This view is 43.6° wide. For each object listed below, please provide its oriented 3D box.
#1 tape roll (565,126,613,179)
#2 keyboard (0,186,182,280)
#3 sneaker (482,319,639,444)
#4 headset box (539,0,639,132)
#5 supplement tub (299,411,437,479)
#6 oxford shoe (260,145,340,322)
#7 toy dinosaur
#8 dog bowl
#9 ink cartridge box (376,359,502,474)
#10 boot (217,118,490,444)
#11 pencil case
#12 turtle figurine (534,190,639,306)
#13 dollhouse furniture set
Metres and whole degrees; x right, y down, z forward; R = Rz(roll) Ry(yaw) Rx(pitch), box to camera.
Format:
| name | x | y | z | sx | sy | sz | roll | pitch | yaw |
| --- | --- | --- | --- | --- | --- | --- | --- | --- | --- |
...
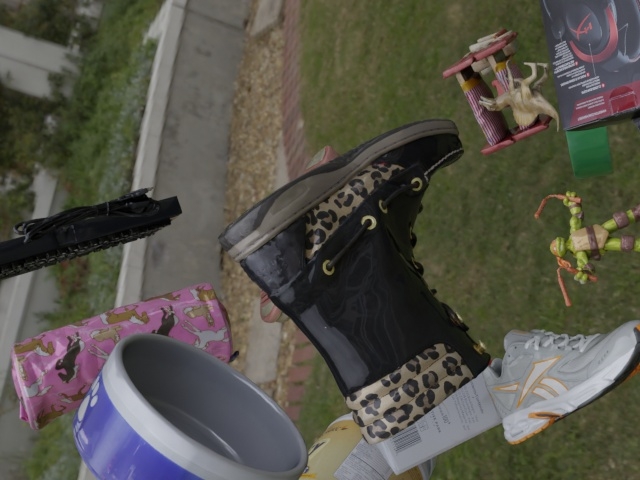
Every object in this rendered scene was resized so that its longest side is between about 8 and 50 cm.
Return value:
| name | x | y | z | sx | sy | sz | roll | pitch | yaw |
| --- | --- | --- | --- | --- | --- | --- | --- | --- | --- |
| tape roll | 0.534 | -0.288 | 1.629 | 0.077 | 0.321 | 0.321 | -8 | 61 | 21 |
| keyboard | -0.305 | 0.002 | 0.944 | 0.201 | 0.317 | 0.033 | -34 | 79 | 53 |
| sneaker | 0.274 | 0.144 | 0.943 | 0.121 | 0.099 | 0.262 | 60 | 141 | 18 |
| headset box | 0.373 | -0.265 | 0.933 | 0.218 | 0.110 | 0.293 | -13 | 87 | 65 |
| supplement tub | 0.061 | 0.463 | 1.473 | 0.316 | 0.228 | 0.228 | -39 | -11 | -47 |
| oxford shoe | 0.000 | 0.000 | 1.569 | 0.140 | 0.146 | 0.397 | -29 | 35 | 59 |
| toy dinosaur | 0.302 | -0.208 | 1.146 | 0.183 | 0.053 | 0.093 | -147 | 57 | -59 |
| dog bowl | -0.150 | 0.228 | 0.944 | 0.104 | 0.265 | 0.265 | -56 | 25 | 8 |
| ink cartridge box | 0.185 | 0.232 | 1.395 | 0.309 | 0.271 | 0.130 | -142 | 30 | -74 |
| boot | 0.093 | 0.029 | 0.927 | 0.138 | 0.377 | 0.284 | -35 | 86 | 46 |
| pencil case | -0.348 | 0.200 | 1.415 | 0.160 | 0.386 | 0.167 | 179 | 76 | -69 |
| turtle figurine | 0.553 | 0.008 | 1.592 | 0.217 | 0.087 | 0.270 | -14 | 50 | 21 |
| dollhouse furniture set | 0.416 | -0.352 | 1.753 | 0.152 | 0.201 | 0.374 | -23 | 12 | 32 |
